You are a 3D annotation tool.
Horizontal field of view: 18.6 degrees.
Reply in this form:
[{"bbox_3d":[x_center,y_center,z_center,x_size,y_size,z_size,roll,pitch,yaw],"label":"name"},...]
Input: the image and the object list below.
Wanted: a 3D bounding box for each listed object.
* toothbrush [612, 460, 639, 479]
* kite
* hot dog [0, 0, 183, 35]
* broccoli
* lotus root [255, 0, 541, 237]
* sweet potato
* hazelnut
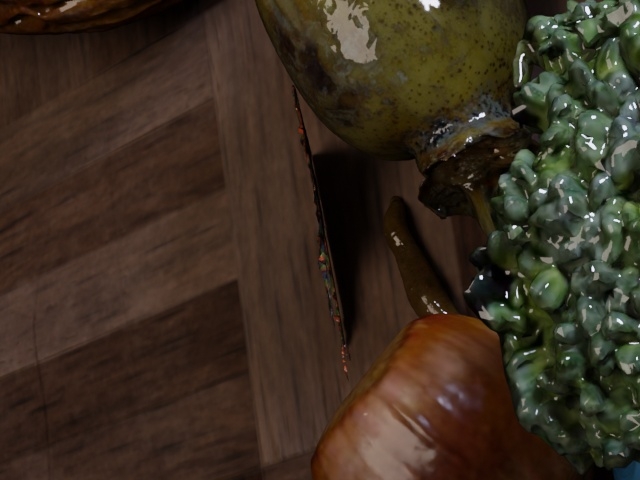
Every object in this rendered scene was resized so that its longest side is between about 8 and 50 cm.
[{"bbox_3d":[0.176,0.101,1.076,0.040,0.040,0.386,6,86,47],"label":"toothbrush"},{"bbox_3d":[0.000,0.000,1.201,0.244,0.006,0.198,-98,-3,-65],"label":"kite"},{"bbox_3d":[-0.225,-0.282,1.446,0.387,0.174,0.267,12,96,46],"label":"hot dog"},{"bbox_3d":[0.207,-0.014,0.928,0.288,0.245,0.248,-30,60,6],"label":"broccoli"},{"bbox_3d":[0.050,-0.122,1.148,0.154,0.154,0.278,-41,62,35],"label":"lotus root"},{"bbox_3d":[0.059,0.018,1.212,0.026,0.026,0.115,-47,54,32],"label":"sweet potato"},{"bbox_3d":[0.076,0.124,1.096,0.150,0.150,0.150,-8,79,46],"label":"hazelnut"}]
